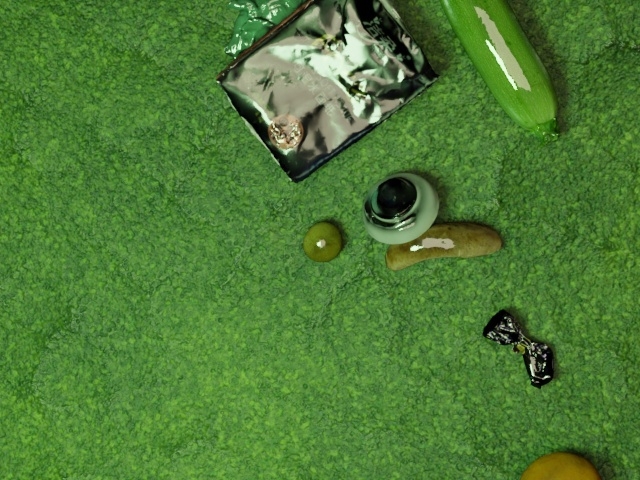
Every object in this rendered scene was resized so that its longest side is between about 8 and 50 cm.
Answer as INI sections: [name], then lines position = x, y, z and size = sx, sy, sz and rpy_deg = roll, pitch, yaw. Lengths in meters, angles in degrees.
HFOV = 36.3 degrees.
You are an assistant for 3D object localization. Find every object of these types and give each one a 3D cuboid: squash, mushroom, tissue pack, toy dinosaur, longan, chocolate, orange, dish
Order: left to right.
[toy dinosaur]
position = -0.073, -0.442, 1.727
size = 0.120, 0.079, 0.292
rpy_deg = 33, 97, -3
[longan]
position = 0.000, 0.000, 1.746
size = 0.075, 0.075, 0.083
rpy_deg = -55, 47, 4
[tissue pack]
position = 0.013, -0.286, 1.691
size = 0.332, 0.123, 0.245
rpy_deg = -35, 102, 5
[dish]
position = 0.127, -0.072, 1.690
size = 0.141, 0.078, 0.141
rpy_deg = -12, 57, 19
[mushroom]
position = 0.212, 0.005, 1.717
size = 0.209, 0.094, 0.072
rpy_deg = -10, 94, 9
[squash]
position = 0.304, -0.341, 1.688
size = 0.107, 0.107, 0.395
rpy_deg = -29, 90, 5
[chocolate]
position = 0.357, 0.191, 1.733
size = 0.072, 0.070, 0.147
rpy_deg = -45, 99, -6
[orange]
position = 0.417, 0.444, 1.700
size = 0.156, 0.124, 0.156
rpy_deg = -1, 93, -13
